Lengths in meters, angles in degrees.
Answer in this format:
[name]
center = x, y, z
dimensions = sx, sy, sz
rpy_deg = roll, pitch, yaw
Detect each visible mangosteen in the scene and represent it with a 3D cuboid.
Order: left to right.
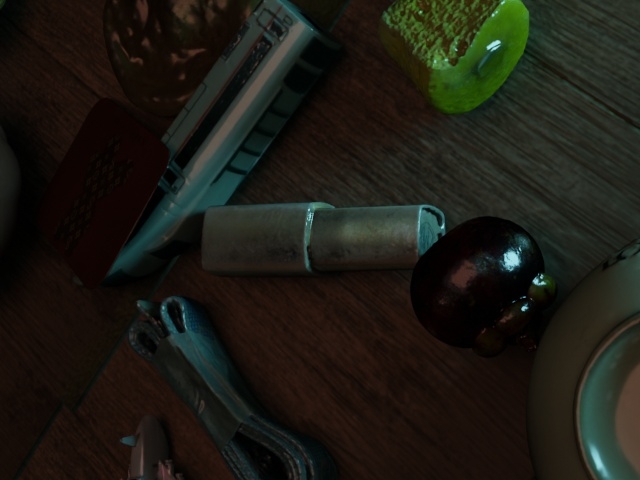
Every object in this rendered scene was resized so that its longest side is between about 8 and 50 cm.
[mangosteen]
center = 0.153, 0.049, 1.044
dimensions = 0.140, 0.140, 0.140
rpy_deg = -5, 80, 31

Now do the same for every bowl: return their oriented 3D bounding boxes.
[bowl]
center = 0.311, 0.142, 0.897
dimensions = 0.354, 0.185, 0.354
rpy_deg = -5, 80, 31

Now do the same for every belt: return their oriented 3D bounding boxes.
[belt]
center = -0.096, 0.167, 1.208
dimensions = 0.302, 0.072, 0.087
rpy_deg = 47, 111, 26

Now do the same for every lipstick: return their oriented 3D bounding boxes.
[lipstick]
center = 0.000, 0.000, 1.168
dimensions = 0.253, 0.079, 0.077
rpy_deg = 0, 83, 32

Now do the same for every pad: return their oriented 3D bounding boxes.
[pad]
center = -0.256, -0.061, 1.307
dimensions = 0.181, 0.004, 0.267
rpy_deg = -60, 34, 4

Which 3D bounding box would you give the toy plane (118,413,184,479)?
[toy plane]
center = -0.189, 0.278, 1.253
dimensions = 0.162, 0.065, 0.171
rpy_deg = -15, 79, 40

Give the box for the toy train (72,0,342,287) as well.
[toy train]
center = -0.131, -0.079, 1.260
dimensions = 0.088, 0.086, 0.407
rpy_deg = 45, 107, 25

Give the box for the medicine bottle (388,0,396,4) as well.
[medicine bottle]
center = 0.080, -0.279, 1.175
dimensions = 0.058, 0.058, 0.091
rpy_deg = -47, 62, 17

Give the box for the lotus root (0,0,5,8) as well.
[lotus root]
center = -0.481, -0.378, 1.484
dimensions = 0.160, 0.146, 0.284
rpy_deg = -40, 56, 42

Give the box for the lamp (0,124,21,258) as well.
[lamp]
center = -0.518, -0.054, 1.396
dimensions = 0.305, 0.240, 0.305
rpy_deg = -5, 81, 31

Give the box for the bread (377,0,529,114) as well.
[bread]
center = 0.131, -0.193, 1.102
dimensions = 0.129, 0.111, 0.114
rpy_deg = -41, 58, 0

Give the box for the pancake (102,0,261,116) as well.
[pancake]
center = -0.166, -0.258, 1.326
dimensions = 0.242, 0.050, 0.242
rpy_deg = -5, 80, 32
